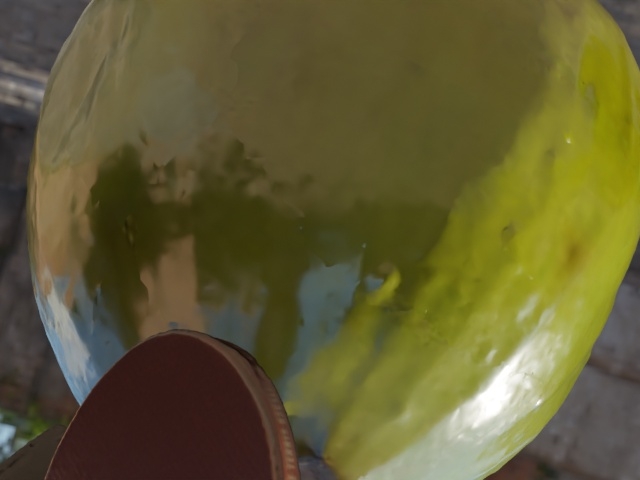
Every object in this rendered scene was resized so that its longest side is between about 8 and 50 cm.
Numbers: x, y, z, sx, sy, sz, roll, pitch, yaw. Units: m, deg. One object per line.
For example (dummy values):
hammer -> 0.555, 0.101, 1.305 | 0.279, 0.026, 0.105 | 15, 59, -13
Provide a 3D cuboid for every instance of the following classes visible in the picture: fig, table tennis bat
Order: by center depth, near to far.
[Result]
table tennis bat -> -0.074, 0.131, 0.551 | 0.019, 0.220, 0.130 | 13, -153, -41
fig -> 0.007, -0.008, 0.802 | 0.343, 0.343, 0.343 | 14, 177, 1

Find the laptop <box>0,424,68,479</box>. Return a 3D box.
laptop -> -0.103, 0.182, 0.845 | 0.207, 0.026, 0.154 | 27, -153, 15
